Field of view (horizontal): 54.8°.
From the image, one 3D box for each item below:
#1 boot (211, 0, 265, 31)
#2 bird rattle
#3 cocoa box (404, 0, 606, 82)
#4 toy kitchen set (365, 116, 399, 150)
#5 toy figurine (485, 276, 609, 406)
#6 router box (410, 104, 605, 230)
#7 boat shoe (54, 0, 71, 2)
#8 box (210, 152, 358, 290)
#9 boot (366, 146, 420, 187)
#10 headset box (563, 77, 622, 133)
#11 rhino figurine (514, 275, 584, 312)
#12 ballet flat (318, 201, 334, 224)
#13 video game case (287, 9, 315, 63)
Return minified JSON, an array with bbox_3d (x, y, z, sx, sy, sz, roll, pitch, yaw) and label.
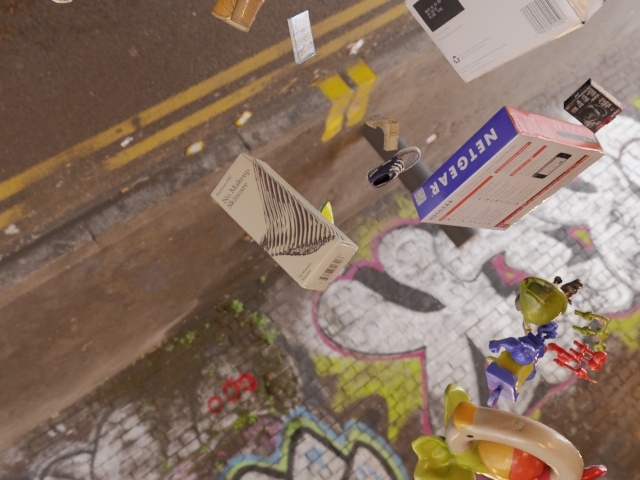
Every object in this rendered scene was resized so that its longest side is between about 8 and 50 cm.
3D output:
[{"bbox_3d":[-0.185,-0.656,1.589,0.211,0.104,0.295,-65,-154,9],"label":"boot"},{"bbox_3d":[0.242,0.281,0.772,0.143,0.254,0.206,-54,152,-25],"label":"bird rattle"},{"bbox_3d":[0.381,-0.506,1.198,0.228,0.231,0.347,-45,-168,-19],"label":"cocoa box"},{"bbox_3d":[0.158,-0.287,1.659,0.068,0.083,0.075,-11,117,-23],"label":"toy kitchen set"},{"bbox_3d":[0.417,0.251,1.225,0.217,0.191,0.362,-45,148,-10],"label":"toy figurine"},{"bbox_3d":[0.434,-0.153,1.452,0.301,0.082,0.335,5,146,-33],"label":"router box"},{"bbox_3d":[-0.439,-0.441,1.019,0.046,0.125,0.038,-9,147,-27],"label":"boat shoe"},{"bbox_3d":[-0.069,-0.036,1.140,0.113,0.275,0.094,-53,155,10],"label":"box"},{"bbox_3d":[0.238,-0.226,1.954,0.190,0.069,0.086,-31,-155,9],"label":"boot"},{"bbox_3d":[0.480,-0.233,1.083,0.062,0.083,0.032,-49,-169,41],"label":"headset box"},{"bbox_3d":[0.636,0.153,1.711,0.106,0.073,0.243,-36,-178,-28],"label":"rhino figurine"},{"bbox_3d":[0.000,0.000,1.664,0.230,0.077,0.077,-64,176,31],"label":"ballet flat"},{"bbox_3d":[-0.069,-0.750,2.280,0.119,0.015,0.166,-45,134,-43],"label":"video game case"}]
